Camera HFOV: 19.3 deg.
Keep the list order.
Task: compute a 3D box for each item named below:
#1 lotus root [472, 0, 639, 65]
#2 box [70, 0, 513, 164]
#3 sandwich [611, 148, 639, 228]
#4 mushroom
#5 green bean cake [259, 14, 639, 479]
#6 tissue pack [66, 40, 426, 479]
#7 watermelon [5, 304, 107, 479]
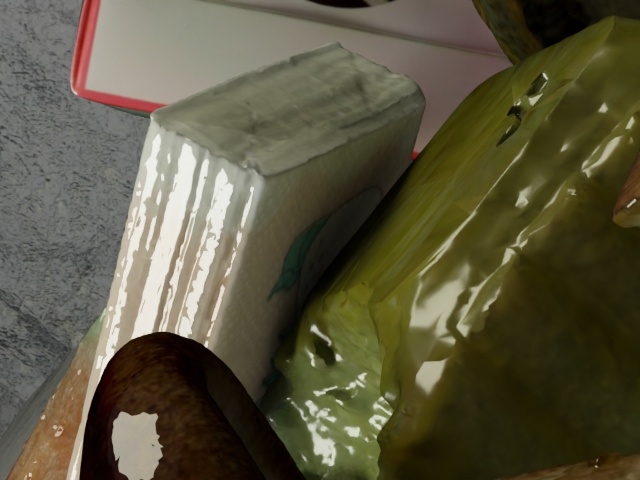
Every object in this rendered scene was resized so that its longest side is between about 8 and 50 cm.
[{"bbox_3d":[0.132,-0.186,1.015,0.142,0.210,0.314,-42,22,44],"label":"lotus root"},{"bbox_3d":[0.000,-0.215,1.338,0.312,0.314,0.300,-144,65,-82],"label":"box"},{"bbox_3d":[0.182,-0.049,0.616,0.186,0.108,0.220,-51,10,-7],"label":"sandwich"},{"bbox_3d":[0.048,0.097,0.572,0.217,0.227,0.148,-29,-24,6],"label":"mushroom"},{"bbox_3d":[0.082,0.030,0.760,0.233,0.124,0.236,-52,8,-13],"label":"green bean cake"},{"bbox_3d":[-0.049,0.076,0.895,0.170,0.071,0.325,-33,-35,-56],"label":"tissue pack"},{"bbox_3d":[-0.134,0.190,1.196,0.256,0.193,0.140,-47,39,-1],"label":"watermelon"}]
